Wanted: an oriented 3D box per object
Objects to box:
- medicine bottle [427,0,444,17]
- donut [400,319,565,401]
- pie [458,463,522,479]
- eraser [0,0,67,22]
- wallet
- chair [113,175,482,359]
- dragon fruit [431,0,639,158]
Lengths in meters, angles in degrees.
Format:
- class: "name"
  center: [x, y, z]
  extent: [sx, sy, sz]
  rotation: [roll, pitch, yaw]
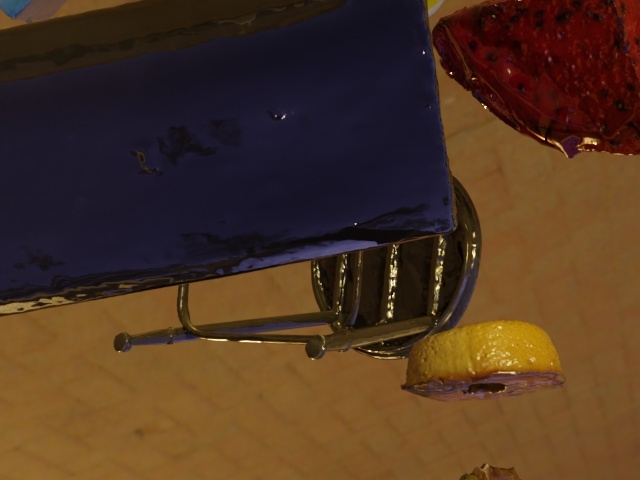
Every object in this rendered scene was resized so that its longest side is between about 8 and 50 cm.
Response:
- class: "medicine bottle"
  center: [0.067, -0.409, 1.339]
  extent: [0.214, 0.213, 0.378]
  rotation: [-15, 149, -17]
- class: "donut"
  center: [0.167, 0.125, 1.318]
  extent: [0.162, 0.065, 0.178]
  rotation: [-8, 166, 14]
- class: "pie"
  center: [0.130, 0.353, 1.091]
  extent: [0.103, 0.354, 0.288]
  rotation: [3, -148, 28]
- class: "eraser"
  center: [-0.383, -0.379, 1.850]
  extent: [0.144, 0.042, 0.312]
  rotation: [-45, -171, 4]
- class: "wallet"
  center: [-0.127, -0.047, 0.775]
  extent: [0.406, 0.062, 0.228]
  rotation: [-10, 142, 5]
- class: "chair"
  center: [0.000, 0.000, 1.785]
  extent: [0.362, 0.364, 0.410]
  rotation: [-3, 168, 38]
- class: "dragon fruit"
  center: [0.304, -0.282, 1.656]
  extent: [0.330, 0.302, 0.240]
  rotation: [6, 145, 25]
